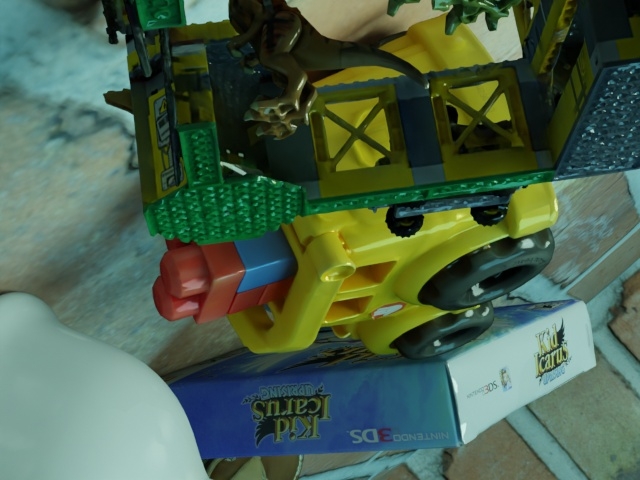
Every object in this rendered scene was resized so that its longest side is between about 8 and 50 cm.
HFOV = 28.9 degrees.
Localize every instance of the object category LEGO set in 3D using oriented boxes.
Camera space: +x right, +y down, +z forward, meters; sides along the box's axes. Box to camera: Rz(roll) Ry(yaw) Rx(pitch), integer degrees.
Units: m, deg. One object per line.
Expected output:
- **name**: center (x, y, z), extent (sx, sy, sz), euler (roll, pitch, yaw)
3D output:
- **LEGO set**: center (0.024, -0.143, 0.391), extent (0.255, 0.192, 0.331), euler (-10, 160, 4)

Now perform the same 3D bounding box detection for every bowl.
- **bowl**: center (-0.121, 0.183, 0.627), extent (0.298, 0.134, 0.298), euler (10, 90, -86)

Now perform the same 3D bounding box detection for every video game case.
- **video game case**: center (0.036, 0.102, 0.939), extent (0.269, 0.061, 0.244), euler (-9, -177, 33)

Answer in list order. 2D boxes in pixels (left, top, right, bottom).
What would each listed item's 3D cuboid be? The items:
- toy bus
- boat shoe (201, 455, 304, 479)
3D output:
- **toy bus**: center (0.000, 0.000, 0.709), extent (0.211, 0.149, 0.220), euler (-19, 160, -20)
- **boat shoe**: center (-0.101, 0.239, 1.066), extent (0.324, 0.120, 0.122), euler (-13, 115, -58)
